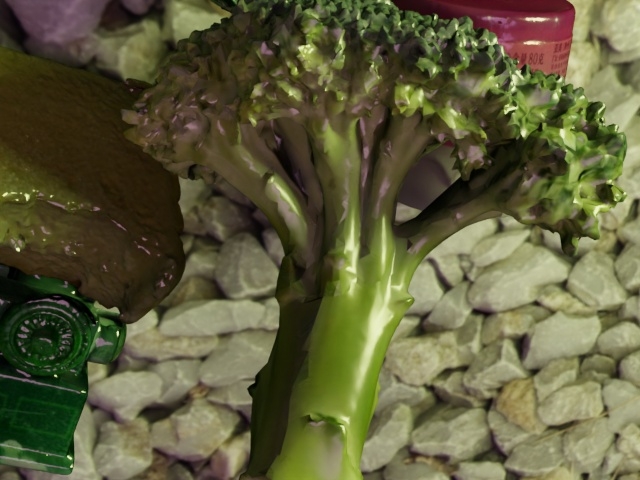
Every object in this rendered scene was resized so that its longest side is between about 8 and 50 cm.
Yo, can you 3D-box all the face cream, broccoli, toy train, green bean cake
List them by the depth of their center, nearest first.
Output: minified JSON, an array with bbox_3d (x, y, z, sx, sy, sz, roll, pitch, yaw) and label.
[{"bbox_3d":[-0.018,-0.017,0.874,0.274,0.353,0.397,20,105,-41],"label":"broccoli"},{"bbox_3d":[-0.245,-0.040,0.951,0.236,0.233,0.124,14,139,-29],"label":"green bean cake"},{"bbox_3d":[0.139,-0.138,1.046,0.175,0.175,0.195,0,112,-15],"label":"face cream"},{"bbox_3d":[-0.325,0.092,1.046,0.266,0.145,0.202,15,113,-20],"label":"toy train"}]

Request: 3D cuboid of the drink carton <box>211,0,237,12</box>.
[{"bbox_3d":[-0.079,-0.295,0.944,0.142,0.144,0.146,-48,118,-1],"label":"drink carton"}]
